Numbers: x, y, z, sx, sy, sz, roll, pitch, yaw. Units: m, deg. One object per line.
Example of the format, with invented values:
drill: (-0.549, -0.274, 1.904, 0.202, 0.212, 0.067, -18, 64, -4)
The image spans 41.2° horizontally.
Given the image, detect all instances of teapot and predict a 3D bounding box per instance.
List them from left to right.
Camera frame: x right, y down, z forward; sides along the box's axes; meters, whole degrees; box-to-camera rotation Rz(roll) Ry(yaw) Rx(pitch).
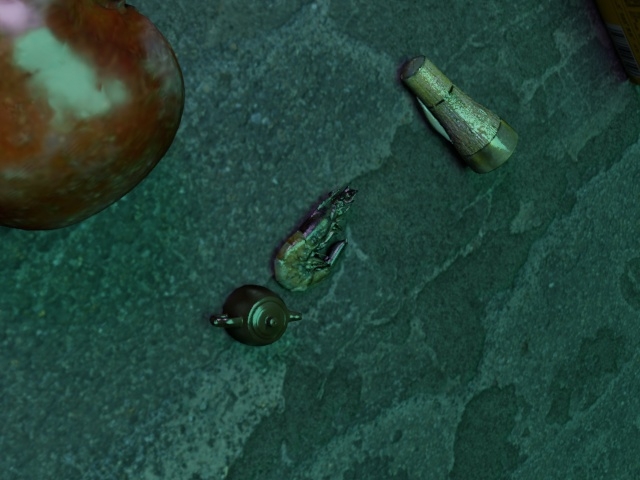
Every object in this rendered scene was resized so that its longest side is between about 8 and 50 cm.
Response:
teapot: (-0.081, 0.096, 1.056, 0.121, 0.068, 0.076, 0, 96, -34)

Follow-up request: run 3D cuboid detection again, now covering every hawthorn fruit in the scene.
hawthorn fruit: (-0.267, -0.149, 0.786, 0.284, 0.284, 0.284, -5, 98, -34)

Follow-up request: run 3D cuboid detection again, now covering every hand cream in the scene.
hand cream: (0.192, -0.184, 1.207, 0.203, 0.084, 0.084, 40, 73, -26)

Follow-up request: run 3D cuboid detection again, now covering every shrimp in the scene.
shrimp: (0.000, 0.000, 1.127, 0.161, 0.034, 0.091, -52, 132, -11)

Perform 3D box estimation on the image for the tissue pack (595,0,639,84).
tissue pack: (0.558, -0.431, 1.284, 0.228, 0.293, 0.382, -38, 116, -6)
